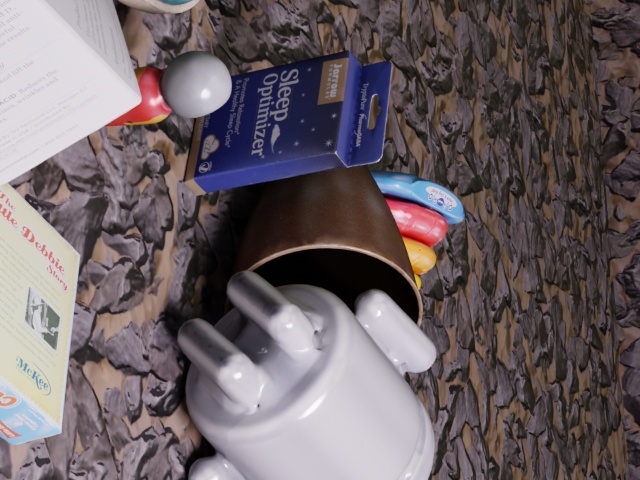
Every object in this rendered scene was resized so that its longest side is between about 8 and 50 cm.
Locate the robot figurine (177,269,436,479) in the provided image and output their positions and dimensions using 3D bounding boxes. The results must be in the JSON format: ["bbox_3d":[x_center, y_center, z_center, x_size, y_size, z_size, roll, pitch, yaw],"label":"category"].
[{"bbox_3d":[-0.006,0.185,1.773,0.200,0.300,0.353,41,-10,51],"label":"robot figurine"}]

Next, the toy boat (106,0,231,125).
[{"bbox_3d":[-0.162,-0.267,1.663,0.267,0.148,0.318,21,64,-62],"label":"toy boat"}]

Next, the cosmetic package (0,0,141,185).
[{"bbox_3d":[-0.312,-0.238,1.260,0.385,0.156,0.217,46,19,-48],"label":"cosmetic package"}]

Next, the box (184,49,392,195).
[{"bbox_3d":[-0.035,-0.129,1.796,0.036,0.225,0.136,49,40,-48],"label":"box"}]

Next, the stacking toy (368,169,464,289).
[{"bbox_3d":[0.055,0.068,2.054,0.175,0.165,0.302,25,74,-51],"label":"stacking toy"}]

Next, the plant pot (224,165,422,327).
[{"bbox_3d":[0.000,0.000,1.892,0.230,0.215,0.215,-92,158,-45],"label":"plant pot"}]

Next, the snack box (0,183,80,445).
[{"bbox_3d":[-0.307,0.010,1.352,0.322,0.060,0.187,52,31,-47],"label":"snack box"}]
